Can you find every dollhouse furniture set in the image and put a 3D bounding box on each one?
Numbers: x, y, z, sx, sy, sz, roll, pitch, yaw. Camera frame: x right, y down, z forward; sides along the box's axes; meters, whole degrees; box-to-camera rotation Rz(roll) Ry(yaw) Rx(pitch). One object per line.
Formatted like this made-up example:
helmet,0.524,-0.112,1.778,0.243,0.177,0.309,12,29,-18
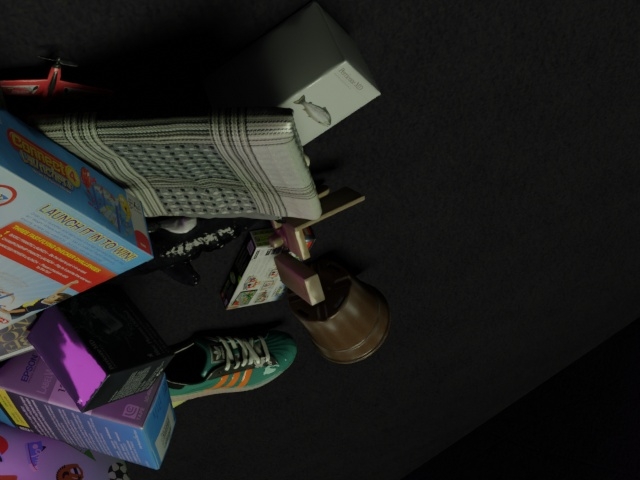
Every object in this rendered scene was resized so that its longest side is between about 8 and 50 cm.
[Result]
dollhouse furniture set,0.000,0.000,1.579,0.123,0.144,0.151,-26,118,-19

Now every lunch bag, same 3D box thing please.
lunch bag,-0.567,0.502,1.872,0.385,0.328,0.239,-9,149,-31

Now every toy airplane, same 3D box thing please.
toy airplane,-0.316,-0.162,1.146,0.151,0.028,0.151,-14,151,-8

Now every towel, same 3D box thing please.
towel,-0.163,-0.080,1.231,0.312,0.056,0.324,-1,164,6

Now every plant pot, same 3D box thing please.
plant pot,0.027,0.122,1.846,0.167,0.167,0.165,-28,146,8

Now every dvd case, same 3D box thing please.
dvd case,-0.510,0.137,1.502,0.164,0.018,0.221,-19,155,-12

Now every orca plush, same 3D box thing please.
orca plush,-0.186,0.015,1.457,0.287,0.102,0.151,-15,178,-11

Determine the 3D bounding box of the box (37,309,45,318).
box,-0.478,0.124,1.560,0.116,0.029,0.162,4,144,-45

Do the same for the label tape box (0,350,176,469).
label tape box,-0.439,0.273,1.739,0.347,0.115,0.249,16,152,6

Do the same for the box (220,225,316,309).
box,-0.094,0.047,1.725,0.114,0.036,0.207,-9,151,-28

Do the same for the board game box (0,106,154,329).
board game box,-0.405,-0.004,1.152,0.301,0.086,0.308,-24,153,14

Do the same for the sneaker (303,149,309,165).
sneaker,-0.076,-0.096,1.419,0.161,0.075,0.057,2,144,-42

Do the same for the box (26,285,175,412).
box,-0.341,0.166,1.555,0.093,0.156,0.158,-51,161,26

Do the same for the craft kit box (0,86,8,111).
craft kit box,-0.467,-0.071,1.142,0.246,0.061,0.250,-9,152,-9

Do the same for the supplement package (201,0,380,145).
supplement package,-0.037,-0.191,1.237,0.179,0.105,0.105,-32,151,17

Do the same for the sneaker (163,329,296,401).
sneaker,-0.185,0.234,1.925,0.302,0.108,0.121,-15,158,-14

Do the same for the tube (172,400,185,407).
tube,-0.294,0.308,2.039,0.240,0.062,0.070,-28,-165,-3
